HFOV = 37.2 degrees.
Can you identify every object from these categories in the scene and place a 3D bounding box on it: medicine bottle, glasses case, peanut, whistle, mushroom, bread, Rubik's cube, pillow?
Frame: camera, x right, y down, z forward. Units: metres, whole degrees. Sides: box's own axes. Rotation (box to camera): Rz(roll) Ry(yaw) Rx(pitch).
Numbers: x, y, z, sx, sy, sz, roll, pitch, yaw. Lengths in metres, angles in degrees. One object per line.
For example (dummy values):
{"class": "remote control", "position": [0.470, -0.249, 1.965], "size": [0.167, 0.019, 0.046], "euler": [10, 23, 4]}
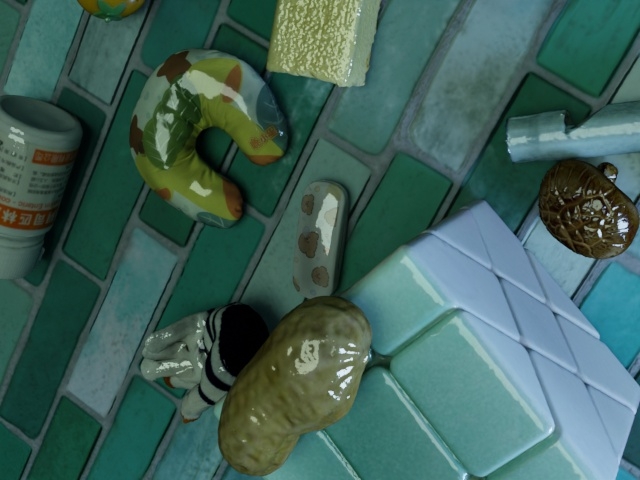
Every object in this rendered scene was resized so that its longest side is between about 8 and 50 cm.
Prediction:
{"class": "medicine bottle", "position": [-0.454, -0.078, 1.412], "size": [0.144, 0.144, 0.252], "euler": [33, 114, 15]}
{"class": "glasses case", "position": [0.000, 0.000, 1.273], "size": [0.063, 0.041, 0.164], "euler": [14, 106, 22]}
{"class": "peanut", "position": [-0.028, 0.148, 0.933], "size": [0.108, 0.095, 0.226], "euler": [45, 115, 14]}
{"class": "whistle", "position": [0.366, -0.129, 1.068], "size": [0.312, 0.062, 0.062], "euler": [-3, 99, 25]}
{"class": "mushroom", "position": [0.308, -0.036, 1.100], "size": [0.126, 0.085, 0.109], "euler": [39, 115, 16]}
{"class": "bread", "position": [0.010, -0.293, 1.193], "size": [0.125, 0.068, 0.188], "euler": [17, 107, 21]}
{"class": "Rubik's cube", "position": [0.134, 0.182, 1.097], "size": [0.316, 0.319, 0.322], "euler": [-43, 82, 26]}
{"class": "pillow", "position": [-0.156, -0.145, 1.300], "size": [0.214, 0.086, 0.233], "euler": [39, 112, 1]}

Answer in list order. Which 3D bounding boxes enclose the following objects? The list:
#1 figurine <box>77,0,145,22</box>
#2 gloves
{"class": "figurine", "position": [-0.292, -0.408, 1.283], "size": [0.325, 0.124, 0.222], "euler": [-16, 97, 30]}
{"class": "gloves", "position": [-0.161, 0.167, 1.352], "size": [0.140, 0.131, 0.219], "euler": [60, 147, 1]}
